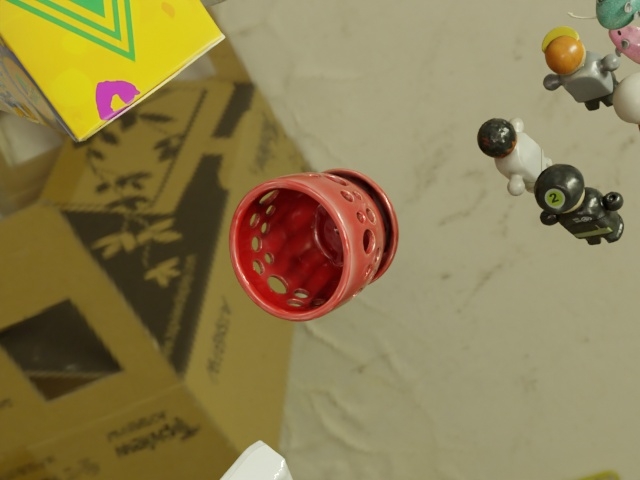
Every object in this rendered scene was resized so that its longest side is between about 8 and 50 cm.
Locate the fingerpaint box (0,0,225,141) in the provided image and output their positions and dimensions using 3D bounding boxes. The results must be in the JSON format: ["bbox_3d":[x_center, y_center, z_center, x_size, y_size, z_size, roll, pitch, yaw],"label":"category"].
[{"bbox_3d":[-0.311,-0.299,1.115,0.371,0.163,0.445,56,-14,-21],"label":"fingerpaint box"}]

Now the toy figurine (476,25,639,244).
[{"bbox_3d":[0.305,-0.124,1.438,0.148,0.213,0.209,31,12,-45],"label":"toy figurine"}]

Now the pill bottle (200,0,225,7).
[{"bbox_3d":[-0.169,-0.410,1.447,0.130,0.130,0.246,21,53,-67],"label":"pill bottle"}]

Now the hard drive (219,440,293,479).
[{"bbox_3d":[-0.103,0.357,1.275,0.047,0.233,0.353,34,-18,20],"label":"hard drive"}]

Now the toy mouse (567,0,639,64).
[{"bbox_3d":[0.312,-0.208,1.204,0.161,0.143,0.031,54,48,-63],"label":"toy mouse"}]

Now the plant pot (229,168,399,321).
[{"bbox_3d":[0.000,0.000,1.631,0.174,0.191,0.191,-17,87,-58],"label":"plant pot"}]
